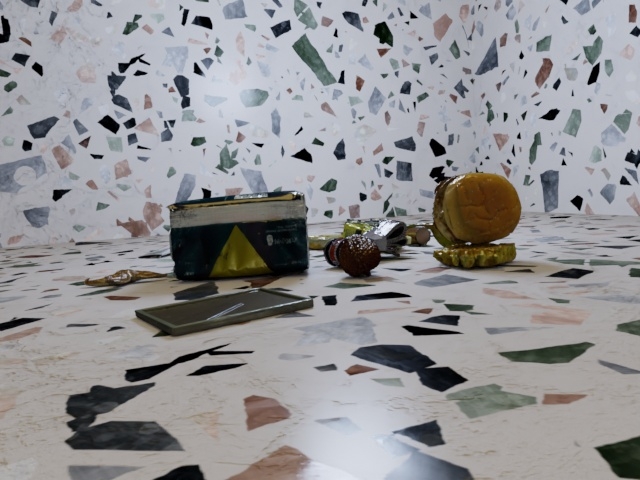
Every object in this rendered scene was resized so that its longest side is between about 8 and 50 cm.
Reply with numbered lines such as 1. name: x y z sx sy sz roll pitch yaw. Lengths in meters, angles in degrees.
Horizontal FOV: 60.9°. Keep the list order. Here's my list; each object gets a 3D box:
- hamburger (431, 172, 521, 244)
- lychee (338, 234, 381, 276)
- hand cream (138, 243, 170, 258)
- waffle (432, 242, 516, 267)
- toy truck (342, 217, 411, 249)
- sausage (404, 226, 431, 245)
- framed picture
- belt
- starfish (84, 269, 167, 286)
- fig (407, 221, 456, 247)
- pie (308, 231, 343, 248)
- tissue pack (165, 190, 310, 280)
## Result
1. hamburger: 0.473 -0.099 1.666 0.244 0.244 0.163 -4 7 -9
2. lychee: 0.108 0.045 1.548 0.123 0.123 0.129 -10 44 -48
3. hand cream: -0.651 0.033 2.437 0.121 0.076 0.336 -6 10 29
4. waffle: 0.447 0.045 1.635 0.229 0.057 0.219 -2 5 34
5. toy truck: 0.217 -0.011 2.043 0.272 0.124 0.157 -4 15 -43
6. sausage: 0.320 -0.022 2.328 0.082 0.082 0.371 -6 6 -29
7. framed picture: -0.210 0.147 1.189 0.324 0.020 0.240 -8 7 -36
8. belt: 0.159 0.011 1.822 0.094 0.126 0.360 11 18 43
9. starfish: -0.598 0.111 1.684 0.241 0.043 0.227 -2 6 -13
10. fig: 0.429 -0.042 2.025 0.236 0.124 0.124 14 11 16
11. pie: 0.000 0.000 2.356 0.274 0.055 0.274 -3 6 0
12. tissue pack: -0.246 -0.021 1.710 0.417 0.253 0.264 -4 5 -2
